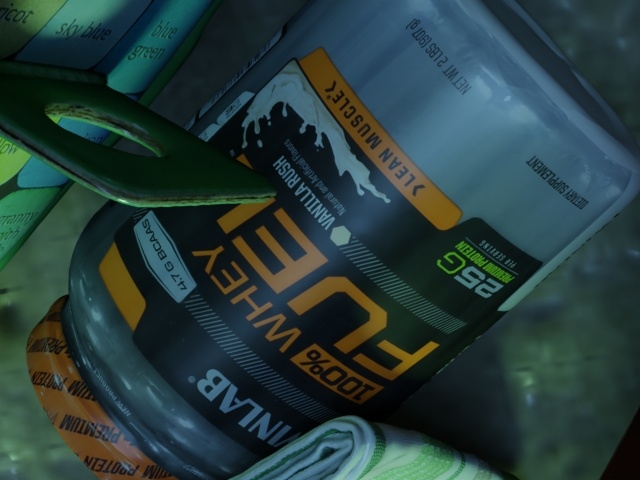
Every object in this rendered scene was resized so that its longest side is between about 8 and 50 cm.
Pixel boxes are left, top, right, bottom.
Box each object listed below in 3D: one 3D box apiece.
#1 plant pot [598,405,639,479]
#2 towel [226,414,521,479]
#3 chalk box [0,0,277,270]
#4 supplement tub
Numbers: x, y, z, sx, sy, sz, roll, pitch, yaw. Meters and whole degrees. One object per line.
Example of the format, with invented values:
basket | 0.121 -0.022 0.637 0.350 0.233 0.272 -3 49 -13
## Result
plant pot | 0.194 0.159 0.457 0.236 0.267 0.267 9 106 19
towel | 0.001 0.102 0.522 0.113 0.152 0.023 -31 63 16
chalk box | -0.138 -0.096 0.434 0.289 0.180 0.179 46 107 14
supplement tub | 0.000 0.000 0.507 0.117 0.117 0.190 45 106 -4
